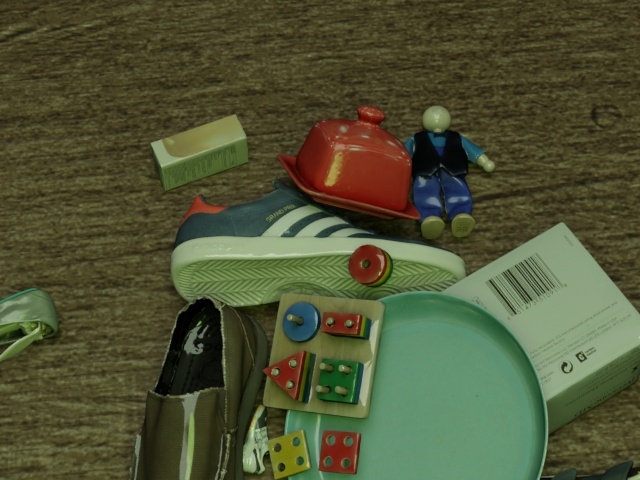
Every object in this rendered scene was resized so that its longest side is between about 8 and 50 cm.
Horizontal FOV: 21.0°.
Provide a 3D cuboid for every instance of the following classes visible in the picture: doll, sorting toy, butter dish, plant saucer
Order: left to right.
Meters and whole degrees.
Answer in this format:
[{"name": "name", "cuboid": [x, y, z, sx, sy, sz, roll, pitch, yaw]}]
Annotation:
[{"name": "sorting toy", "cuboid": [-0.005, 0.135, 1.942, 0.132, 0.046, 0.274, 4, 79, 29]}, {"name": "butter dish", "cuboid": [0.046, -0.104, 2.074, 0.160, 0.118, 0.160, 14, 14, -17]}, {"name": "plant saucer", "cuboid": [0.108, 0.215, 1.911, 0.317, 0.043, 0.318, -7, 74, 26]}, {"name": "doll", "cuboid": [0.154, -0.089, 2.156, 0.129, 0.046, 0.189, -4, 54, -1]}]

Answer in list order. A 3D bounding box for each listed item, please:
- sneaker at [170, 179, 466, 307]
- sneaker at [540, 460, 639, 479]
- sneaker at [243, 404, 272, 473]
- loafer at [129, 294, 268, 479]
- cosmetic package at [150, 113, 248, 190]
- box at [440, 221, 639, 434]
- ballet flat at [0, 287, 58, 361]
[{"name": "sneaker", "cuboid": [0.000, 0.000, 2.063, 0.350, 0.131, 0.148, 6, 47, -3]}, {"name": "sneaker", "cuboid": [0.310, 0.303, 1.881, 0.321, 0.127, 0.126, 2, 61, 3]}, {"name": "sneaker", "cuboid": [-0.070, 0.230, 1.984, 0.037, 0.032, 0.083, 20, 63, -7]}, {"name": "loafer", "cuboid": [-0.157, 0.216, 1.917, 0.134, 0.130, 0.366, -7, 53, 21]}, {"name": "cosmetic package", "cuboid": [-0.150, -0.110, 2.163, 0.115, 0.060, 0.041, -19, 61, -12]}, {"name": "box", "cuboid": [0.254, 0.110, 1.996, 0.181, 0.119, 0.182, -29, 64, -16]}, {"name": "ballet flat", "cuboid": [-0.410, 0.118, 2.027, 0.213, 0.072, 0.068, -20, 68, -11]}]
